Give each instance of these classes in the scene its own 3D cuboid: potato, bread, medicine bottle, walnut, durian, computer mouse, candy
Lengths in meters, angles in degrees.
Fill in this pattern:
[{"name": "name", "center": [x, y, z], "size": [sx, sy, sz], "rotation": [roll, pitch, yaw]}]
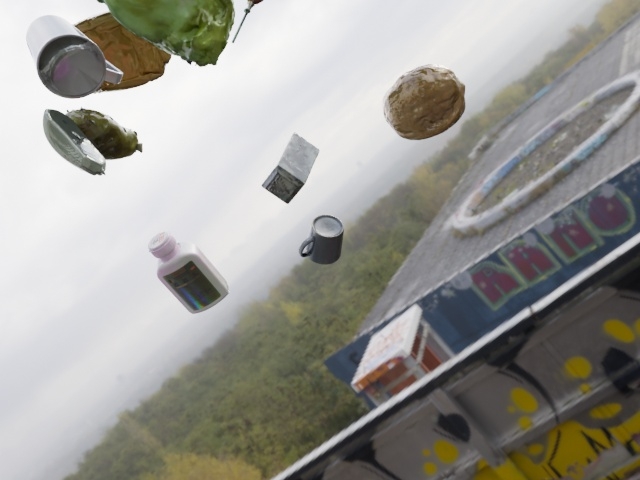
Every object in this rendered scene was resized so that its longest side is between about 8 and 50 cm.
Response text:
[{"name": "potato", "center": [-0.502, -0.237, 1.435], "size": [0.117, 0.090, 0.225], "rotation": [-24, -16, 18]}, {"name": "bread", "center": [-0.473, -0.431, 1.434], "size": [0.250, 0.179, 0.133], "rotation": [-30, 33, -23]}, {"name": "medicine bottle", "center": [-0.323, 0.073, 1.504], "size": [0.115, 0.219, 0.078], "rotation": [-29, 34, 8]}, {"name": "walnut", "center": [0.203, -0.266, 1.224], "size": [0.166, 0.149, 0.166], "rotation": [-8, -27, -4]}, {"name": "durian", "center": [-0.312, -0.498, 1.239], "size": [0.204, 0.255, 0.340], "rotation": [-57, 34, 24]}, {"name": "computer mouse", "center": [-0.506, -0.189, 1.283], "size": [0.056, 0.182, 0.089], "rotation": [-44, -5, 17]}, {"name": "candy", "center": [-0.196, -0.605, 1.667], "size": [0.060, 0.060, 0.201], "rotation": [-34, 34, 67]}]

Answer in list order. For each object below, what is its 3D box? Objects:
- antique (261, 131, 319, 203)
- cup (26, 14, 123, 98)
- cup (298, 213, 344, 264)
[{"name": "antique", "center": [-0.076, -0.182, 1.599], "size": [0.088, 0.086, 0.183], "rotation": [-47, 15, 39]}, {"name": "cup", "center": [-0.295, -0.219, 0.754], "size": [0.104, 0.116, 0.074], "rotation": [9, -65, -39]}, {"name": "cup", "center": [0.000, 0.000, 1.287], "size": [0.100, 0.078, 0.077], "rotation": [-23, -36, -28]}]
